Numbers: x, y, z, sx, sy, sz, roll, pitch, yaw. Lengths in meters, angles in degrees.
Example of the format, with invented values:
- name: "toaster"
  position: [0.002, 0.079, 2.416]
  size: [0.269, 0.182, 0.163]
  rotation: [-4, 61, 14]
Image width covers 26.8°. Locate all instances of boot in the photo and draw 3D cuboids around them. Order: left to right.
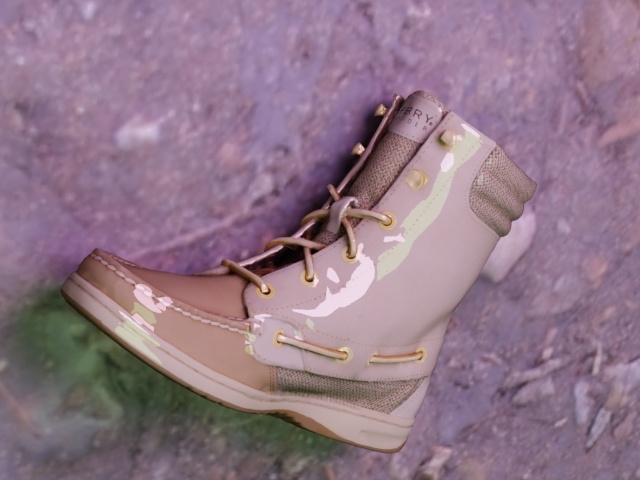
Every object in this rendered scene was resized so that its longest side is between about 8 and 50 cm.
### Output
- name: "boot"
  position: [0.000, 0.000, 0.760]
  size: [0.262, 0.095, 0.203]
  rotation: [25, 97, -39]
